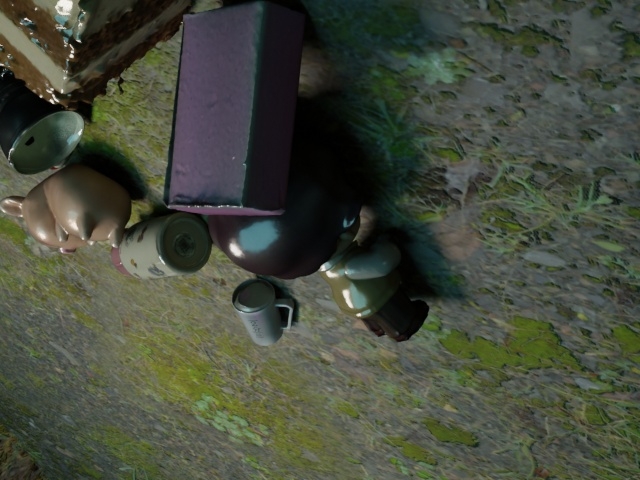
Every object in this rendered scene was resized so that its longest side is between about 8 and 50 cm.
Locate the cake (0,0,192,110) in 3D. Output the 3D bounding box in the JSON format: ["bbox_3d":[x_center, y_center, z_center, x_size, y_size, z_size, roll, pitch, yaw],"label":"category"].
[{"bbox_3d":[-0.311,-0.357,1.456,0.282,0.256,0.290,41,147,5],"label":"cake"}]

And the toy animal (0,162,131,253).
[{"bbox_3d":[-0.444,-0.058,2.113,0.250,0.154,0.166,-7,159,45],"label":"toy animal"}]

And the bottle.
[{"bbox_3d":[-0.291,0.015,2.072,0.110,0.110,0.233,52,149,-18],"label":"bottle"}]

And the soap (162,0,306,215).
[{"bbox_3d":[-0.110,-0.163,1.482,0.081,0.260,0.181,10,174,-41],"label":"soap"}]

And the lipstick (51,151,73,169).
[{"bbox_3d":[-0.551,-0.210,2.121,0.241,0.080,0.080,29,149,22],"label":"lipstick"}]

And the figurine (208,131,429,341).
[{"bbox_3d":[0.016,-0.013,1.641,0.365,0.206,0.218,29,-176,-28],"label":"figurine"}]

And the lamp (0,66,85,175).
[{"bbox_3d":[-0.522,-0.243,1.985,0.227,0.147,0.172,47,147,19],"label":"lamp"}]

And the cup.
[{"bbox_3d":[-0.091,0.125,2.031,0.104,0.074,0.116,-2,140,14],"label":"cup"}]
